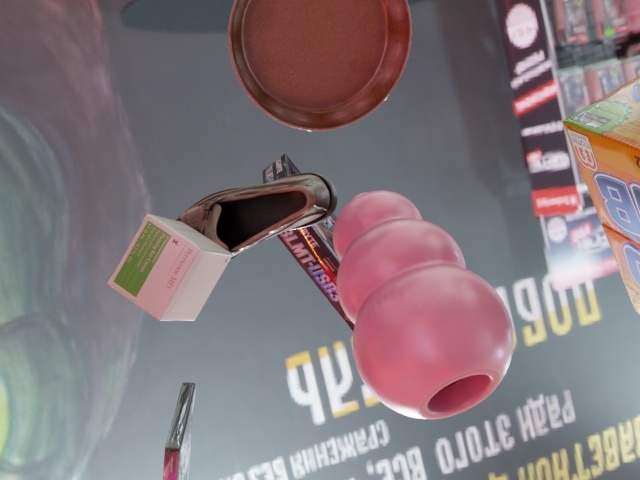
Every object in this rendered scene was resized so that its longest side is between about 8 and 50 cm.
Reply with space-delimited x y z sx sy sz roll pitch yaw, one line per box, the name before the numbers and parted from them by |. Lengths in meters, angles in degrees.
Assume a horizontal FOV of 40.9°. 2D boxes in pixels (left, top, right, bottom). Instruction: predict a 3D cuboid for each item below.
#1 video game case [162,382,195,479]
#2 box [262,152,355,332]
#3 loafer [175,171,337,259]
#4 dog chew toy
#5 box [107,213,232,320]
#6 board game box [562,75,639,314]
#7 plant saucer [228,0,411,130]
video game case | -0.215 0.378 1.277 0.026 0.274 0.196 7 -163 -4
box | 0.000 0.000 1.651 0.073 0.295 0.293 -36 -161 9
loafer | -0.111 -0.029 1.150 0.268 0.096 0.084 -20 179 19
dog chew toy | 0.115 0.066 1.145 0.207 0.331 0.206 -16 145 -12
box | -0.181 0.035 1.043 0.087 0.101 0.102 32 -175 16
board game box | 0.607 -0.059 1.116 0.356 0.356 0.356 -30 -157 -3
plant saucer | -0.002 -0.184 0.770 0.168 0.168 0.029 -14 -157 -12
